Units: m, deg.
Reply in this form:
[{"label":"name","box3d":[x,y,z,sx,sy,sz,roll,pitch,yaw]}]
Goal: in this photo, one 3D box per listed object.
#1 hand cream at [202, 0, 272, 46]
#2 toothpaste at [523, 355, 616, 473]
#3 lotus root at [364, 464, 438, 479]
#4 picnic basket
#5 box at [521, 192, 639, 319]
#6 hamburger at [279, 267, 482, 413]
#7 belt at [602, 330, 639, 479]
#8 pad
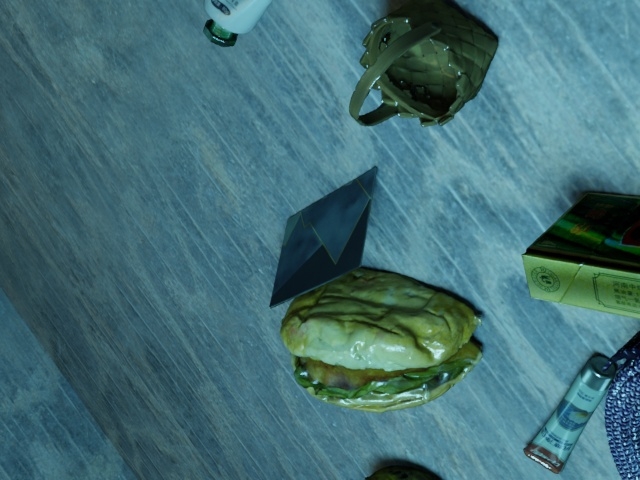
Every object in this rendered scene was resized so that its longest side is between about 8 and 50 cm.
[{"label":"hand cream","box3d":[-0.075,-0.396,1.068,0.121,0.076,0.336,45,134,10]},{"label":"toothpaste","box3d":[0.339,0.242,1.108,0.062,0.039,0.239,30,138,18]},{"label":"lotus root","box3d":[0.157,0.448,1.386,0.209,0.120,0.120,11,124,41]},{"label":"picnic basket","box3d":[0.102,-0.191,0.926,0.137,0.178,0.128,41,140,17]},{"label":"box","box3d":[0.353,0.020,0.836,0.240,0.159,0.071,10,125,40]},{"label":"hamburger","box3d":[0.053,0.155,1.208,0.329,0.209,0.162,20,129,39]},{"label":"belt","box3d":[0.459,0.240,0.917,0.260,0.122,0.325,4,120,50]},{"label":"pad","box3d":[0.000,0.000,1.212,0.004,0.164,0.243,25,150,-26]}]
